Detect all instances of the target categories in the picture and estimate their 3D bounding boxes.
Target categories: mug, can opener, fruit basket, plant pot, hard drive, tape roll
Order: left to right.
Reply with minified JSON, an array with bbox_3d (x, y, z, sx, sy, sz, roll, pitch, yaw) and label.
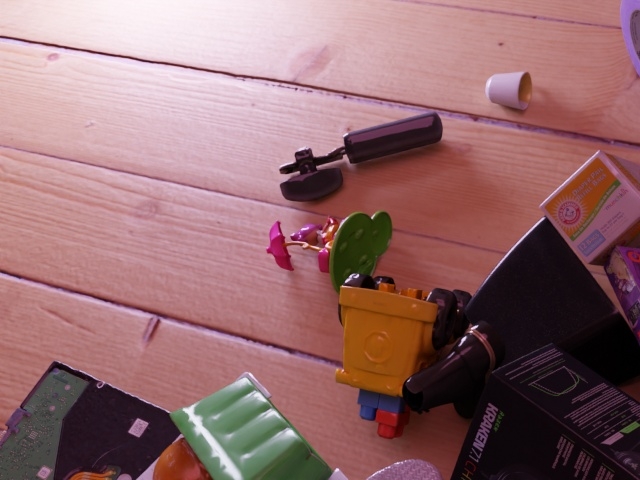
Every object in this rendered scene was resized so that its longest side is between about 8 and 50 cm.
[{"bbox_3d":[-0.303,0.327,1.573,0.339,0.064,0.237,19,60,25],"label":"hard drive"},{"bbox_3d":[-0.145,0.352,1.362,0.353,0.165,0.327,-49,31,-4],"label":"fruit basket"},{"bbox_3d":[0.066,-0.137,1.844,0.281,0.074,0.093,-18,85,2],"label":"can opener"},{"bbox_3d":[0.311,-0.247,1.871,0.064,0.078,0.062,8,88,31],"label":"mug"},{"bbox_3d":[0.305,0.115,1.511,0.167,0.188,0.187,-35,52,6],"label":"plant pot"},{"bbox_3d":[0.548,-0.316,1.769,0.080,0.189,0.189,-22,51,-2],"label":"tape roll"}]

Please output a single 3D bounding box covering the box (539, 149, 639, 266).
[{"bbox_3d":[0.397,-0.037,1.515,0.114,0.203,0.103,-45,65,21],"label":"box"}]

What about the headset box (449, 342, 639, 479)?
[{"bbox_3d":[0.304,0.304,1.302,0.131,0.246,0.283,-17,43,-43],"label":"headset box"}]

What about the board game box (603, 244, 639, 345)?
[{"bbox_3d":[0.544,0.109,1.414,0.347,0.056,0.208,8,43,-16],"label":"board game box"}]

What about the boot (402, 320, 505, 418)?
[{"bbox_3d":[0.157,0.194,1.454,0.137,0.197,0.077,-31,55,-20],"label":"boot"}]

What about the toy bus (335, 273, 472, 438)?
[{"bbox_3d":[0.110,0.158,1.544,0.150,0.220,0.211,8,91,22],"label":"toy bus"}]

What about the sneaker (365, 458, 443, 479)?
[{"bbox_3d":[0.066,0.393,1.364,0.101,0.153,0.268,28,74,31],"label":"sneaker"}]

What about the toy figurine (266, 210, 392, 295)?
[{"bbox_3d":[0.000,0.000,1.730,0.159,0.130,0.173,11,34,33],"label":"toy figurine"}]
